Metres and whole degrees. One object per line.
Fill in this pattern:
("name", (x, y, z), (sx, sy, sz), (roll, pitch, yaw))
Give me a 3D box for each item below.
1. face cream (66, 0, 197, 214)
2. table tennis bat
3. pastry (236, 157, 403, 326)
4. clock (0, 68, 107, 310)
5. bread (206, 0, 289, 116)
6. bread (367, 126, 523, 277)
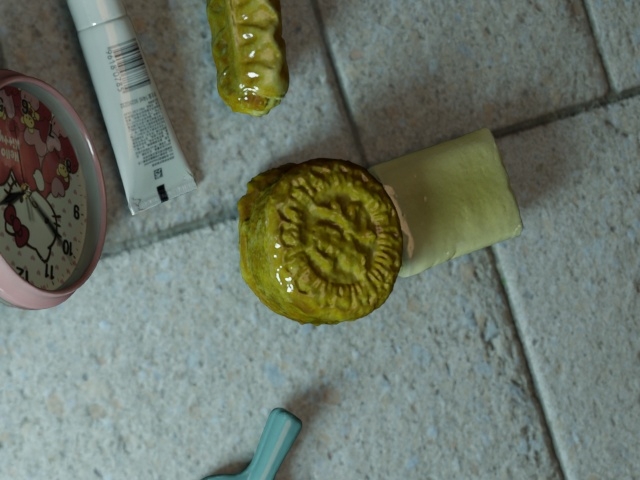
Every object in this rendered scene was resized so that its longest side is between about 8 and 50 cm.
("face cream", (-0.203, -0.155, 1.871), (0.092, 0.058, 0.244), (-25, 100, -37))
("table tennis bat", (-0.083, 0.288, 1.876), (0.149, 0.038, 0.237), (32, 71, -21))
("pastry", (0.000, 0.000, 1.933), (0.188, 0.103, 0.189), (6, 78, -30))
("clock", (-0.296, -0.051, 1.748), (0.244, 0.056, 0.244), (35, 50, -55))
("bread", (-0.094, -0.317, 1.943), (0.084, 0.077, 0.368), (-8, 84, 2))
("bread", (0.140, -0.044, 2.048), (0.178, 0.060, 0.139), (-17, 90, -31))
